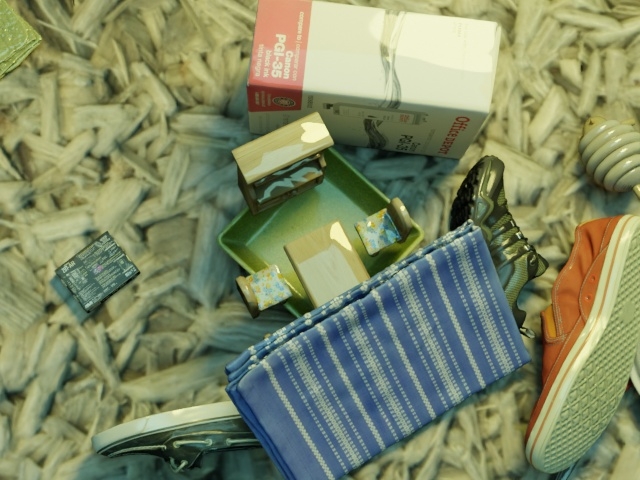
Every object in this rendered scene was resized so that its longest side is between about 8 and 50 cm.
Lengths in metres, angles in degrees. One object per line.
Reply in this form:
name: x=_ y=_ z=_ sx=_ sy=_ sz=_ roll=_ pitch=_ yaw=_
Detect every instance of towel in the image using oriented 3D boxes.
towel: x=-0.442 y=-0.273 z=1.472 sx=0.110 sy=0.027 sz=0.148 roll=-42 pitch=84 yaw=-9
towel: x=0.075 y=0.147 z=1.315 sx=0.336 sy=0.243 sz=0.040 roll=-31 pitch=37 yaw=-5

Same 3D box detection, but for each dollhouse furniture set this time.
dollhouse furniture set: x=-0.001 y=0.001 z=1.316 sx=0.212 sy=0.161 sz=0.242 roll=-26 pitch=80 yaw=-8

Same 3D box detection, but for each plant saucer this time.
plant saucer: x=0.000 y=0.000 z=1.423 sx=0.188 sy=0.045 sz=0.188 roll=42 pitch=79 yaw=7

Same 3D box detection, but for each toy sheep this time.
toy sheep: x=0.376 y=-0.105 z=1.444 sx=0.091 sy=0.091 sz=0.132 roll=-27 pitch=62 yaw=-8

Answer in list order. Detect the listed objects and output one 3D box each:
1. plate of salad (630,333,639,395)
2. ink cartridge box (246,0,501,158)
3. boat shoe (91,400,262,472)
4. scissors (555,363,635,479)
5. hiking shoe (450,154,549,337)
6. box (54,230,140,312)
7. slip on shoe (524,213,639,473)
plate of salad: x=0.457 y=0.123 z=1.357 sx=0.199 sy=0.048 sz=0.200 roll=-17 pitch=65 yaw=39
ink cartridge box: x=0.058 y=-0.193 z=1.384 sx=0.283 sy=0.207 sz=0.117 roll=7 pitch=79 yaw=-1
boat shoe: x=-0.158 y=0.236 z=1.348 sx=0.219 sy=0.078 sz=0.070 roll=-10 pitch=77 yaw=-6
scissors: x=0.353 y=0.177 z=1.417 sx=0.297 sy=0.021 sz=0.109 roll=-43 pitch=85 yaw=-9
hiking shoe: x=0.224 y=0.009 z=1.422 sx=0.114 sy=0.086 sz=0.227 roll=6 pitch=85 yaw=-12
box: x=-0.276 y=0.039 z=1.415 sx=0.083 sy=0.018 sz=0.067 roll=-39 pitch=82 yaw=-10
slip on shoe: x=0.313 y=0.121 z=1.382 sx=0.101 sy=0.123 sz=0.331 roll=8 pitch=72 yaw=45
